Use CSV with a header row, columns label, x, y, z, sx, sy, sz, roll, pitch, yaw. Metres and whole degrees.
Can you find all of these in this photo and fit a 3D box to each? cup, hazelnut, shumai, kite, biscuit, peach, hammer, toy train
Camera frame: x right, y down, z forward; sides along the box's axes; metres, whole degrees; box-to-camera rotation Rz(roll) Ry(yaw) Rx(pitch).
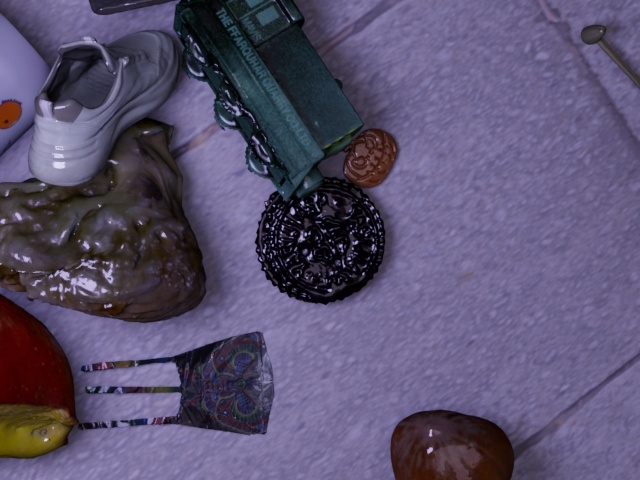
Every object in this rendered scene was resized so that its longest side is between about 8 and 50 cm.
label,x,y,z,sx,sy,sz,roll,pitch,yaw
cup,-0.519,-0.166,1.750,0.317,0.212,0.212,-45,98,-9
hazelnut,0.185,0.327,1.905,0.182,0.182,0.182,0,91,-11
shumai,-0.299,-0.046,1.788,0.346,0.217,0.283,18,88,-8
kite,-0.208,0.217,1.912,0.285,0.015,0.152,-4,91,-11
biscuit,0.000,0.000,1.929,0.194,0.053,0.194,0,90,-11
biscuit,0.070,-0.124,1.959,0.078,0.015,0.091,27,86,-10
peach,-0.481,0.200,1.742,0.338,0.281,0.281,37,84,-14
hammer,0.477,-0.257,2.018,0.195,0.060,0.028,43,83,-13
toy train,-0.070,-0.223,1.854,0.178,0.138,0.330,-33,88,-12

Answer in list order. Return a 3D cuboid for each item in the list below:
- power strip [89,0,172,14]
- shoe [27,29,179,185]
label,x,y,z,sx,sy,sz,roll,pitch,yaw
power strip,-0.216,-0.448,1.816,0.251,0.092,0.257,-12,65,-12
shoe,-0.290,-0.220,1.752,0.124,0.159,0.316,15,48,13
